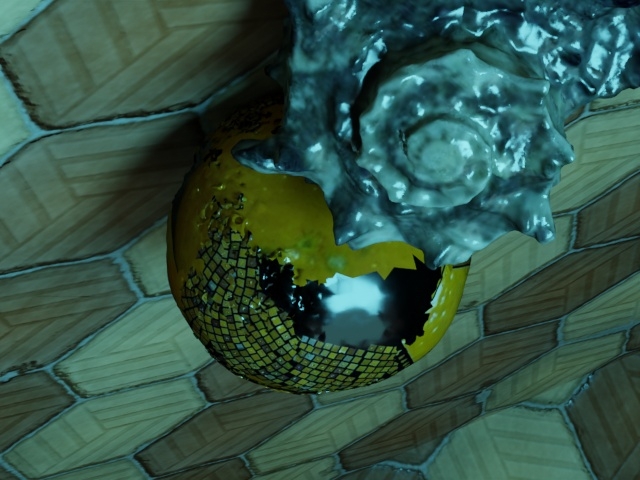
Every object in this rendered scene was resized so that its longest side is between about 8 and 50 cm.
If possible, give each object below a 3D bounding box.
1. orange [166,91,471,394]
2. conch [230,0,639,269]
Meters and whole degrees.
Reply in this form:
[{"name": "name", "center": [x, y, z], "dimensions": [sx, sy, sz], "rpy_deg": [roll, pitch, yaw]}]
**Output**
[{"name": "orange", "center": [0.000, 0.000, 1.313], "dimensions": [0.234, 0.234, 0.182], "rpy_deg": [-15, 151, -24]}, {"name": "conch", "center": [0.096, -0.110, 1.146], "dimensions": [0.313, 0.241, 0.186], "rpy_deg": [-37, 174, -1]}]
